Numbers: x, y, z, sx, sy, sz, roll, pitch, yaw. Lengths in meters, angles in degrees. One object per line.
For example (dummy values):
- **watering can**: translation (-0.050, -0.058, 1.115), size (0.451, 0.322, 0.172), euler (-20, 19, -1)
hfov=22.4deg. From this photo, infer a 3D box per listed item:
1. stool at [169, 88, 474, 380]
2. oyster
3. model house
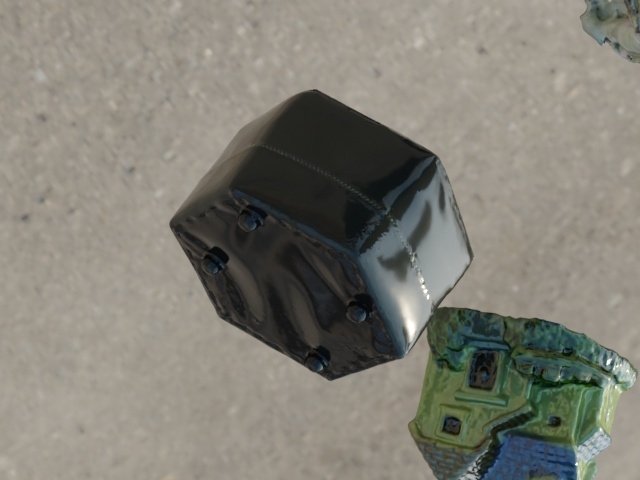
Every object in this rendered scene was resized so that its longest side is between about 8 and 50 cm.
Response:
- **stool**: translation (0.000, 0.000, 1.335), size (0.141, 0.232, 0.232), euler (-54, 152, -30)
- **oyster**: translation (0.392, -0.274, 1.999), size (0.081, 0.191, 0.163), euler (-28, 171, -17)
- **model house**: translation (0.212, 0.192, 1.741), size (0.195, 0.214, 0.189), euler (41, 62, -64)
